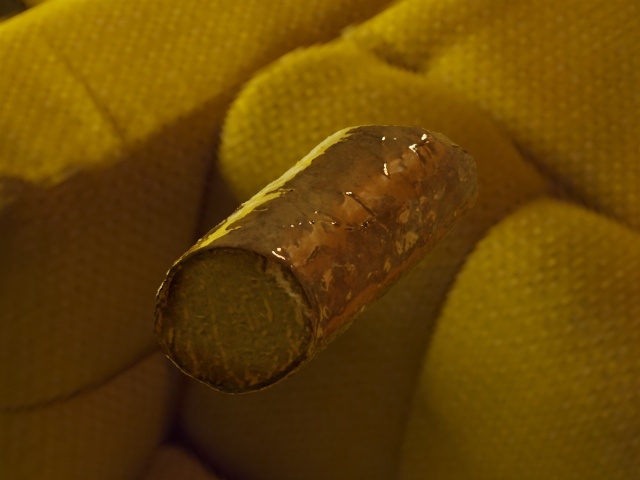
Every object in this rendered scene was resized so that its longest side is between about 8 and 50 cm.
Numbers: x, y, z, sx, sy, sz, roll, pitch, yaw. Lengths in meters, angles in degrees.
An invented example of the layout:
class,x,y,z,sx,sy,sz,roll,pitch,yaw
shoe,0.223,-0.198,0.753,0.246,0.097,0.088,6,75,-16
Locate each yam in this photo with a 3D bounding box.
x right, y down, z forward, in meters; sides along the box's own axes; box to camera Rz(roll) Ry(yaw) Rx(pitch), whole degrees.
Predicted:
class,x,y,z,sx,sy,sz,roll,pitch,yaw
yam,0.000,0.000,0.774,0.070,0.146,0.069,23,134,27
